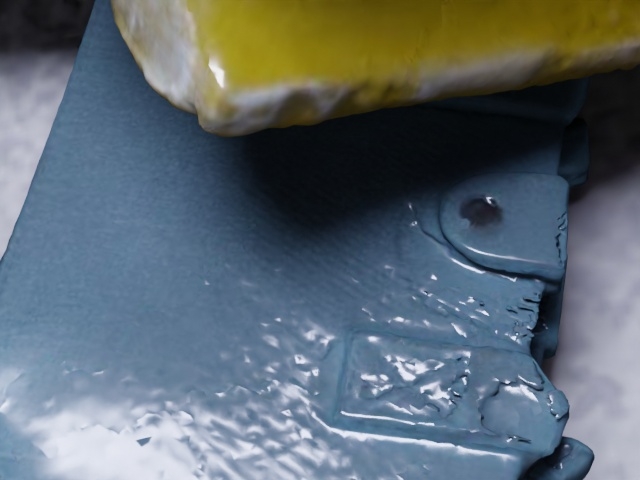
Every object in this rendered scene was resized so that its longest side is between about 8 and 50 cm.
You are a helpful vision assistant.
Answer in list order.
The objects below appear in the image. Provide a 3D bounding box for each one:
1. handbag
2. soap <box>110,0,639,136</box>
[{"bbox_3d":[0.000,0.000,0.526,0.179,0.062,0.229,6,55,12],"label":"handbag"},{"bbox_3d":[0.038,-0.167,0.522,0.281,0.143,0.259,-15,55,-31],"label":"soap"}]
